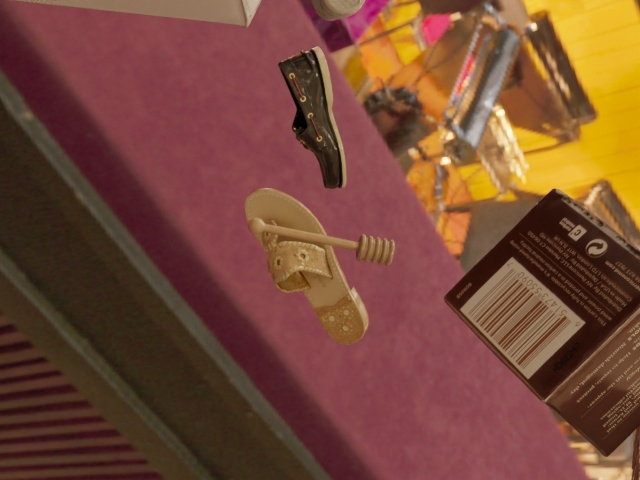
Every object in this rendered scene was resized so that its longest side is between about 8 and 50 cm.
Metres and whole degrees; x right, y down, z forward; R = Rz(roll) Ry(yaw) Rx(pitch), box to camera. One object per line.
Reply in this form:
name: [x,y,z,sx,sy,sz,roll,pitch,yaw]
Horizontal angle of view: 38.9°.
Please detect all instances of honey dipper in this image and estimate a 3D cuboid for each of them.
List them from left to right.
honey dipper: [0.000,0.000,0.988,0.161,0.030,0.030,10,65,-6]

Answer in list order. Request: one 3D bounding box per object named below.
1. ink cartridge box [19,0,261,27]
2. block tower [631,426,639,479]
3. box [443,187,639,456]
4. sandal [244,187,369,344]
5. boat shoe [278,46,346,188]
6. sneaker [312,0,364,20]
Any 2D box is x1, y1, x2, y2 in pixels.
ink cartridge box: [-0.168,-0.324,0.747,0.130,0.309,0.272,79,25,-51]
block tower: [0.417,0.273,1.069,0.335,0.097,0.091,-31,127,-64]
box: [0.272,0.088,0.946,0.203,0.167,0.168,39,7,-48]
sandal: [-0.023,0.041,1.162,0.240,0.088,0.079,55,25,-7]
boat shoe: [-0.006,-0.102,0.792,0.049,0.042,0.133,-121,-166,-56]
sneaker: [0.040,-0.437,1.287,0.094,0.151,0.256,16,91,-12]
